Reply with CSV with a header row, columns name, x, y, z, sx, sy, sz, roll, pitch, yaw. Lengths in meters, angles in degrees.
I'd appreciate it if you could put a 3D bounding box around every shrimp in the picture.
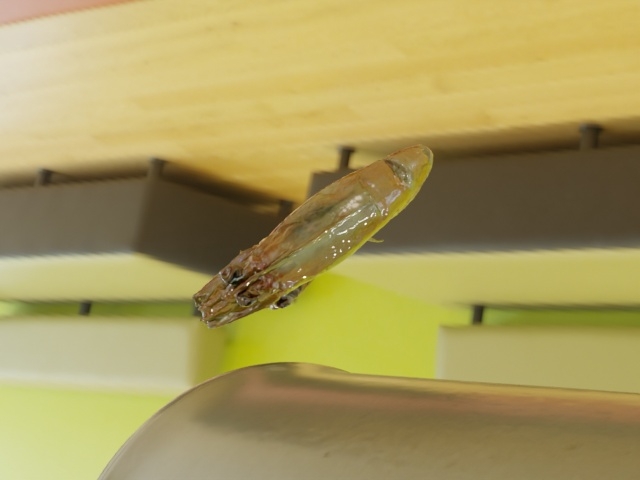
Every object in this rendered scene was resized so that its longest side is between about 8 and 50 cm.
name,x,y,z,sx,sy,sz,roll,pitch,yaw
shrimp,0.001,0.002,0.848,0.051,0.217,0.115,47,157,14

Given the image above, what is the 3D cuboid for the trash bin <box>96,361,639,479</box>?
name,x,y,z,sx,sy,sz,roll,pitch,yaw
trash bin,0.062,0.194,0.538,0.280,0.280,0.432,20,164,-30
